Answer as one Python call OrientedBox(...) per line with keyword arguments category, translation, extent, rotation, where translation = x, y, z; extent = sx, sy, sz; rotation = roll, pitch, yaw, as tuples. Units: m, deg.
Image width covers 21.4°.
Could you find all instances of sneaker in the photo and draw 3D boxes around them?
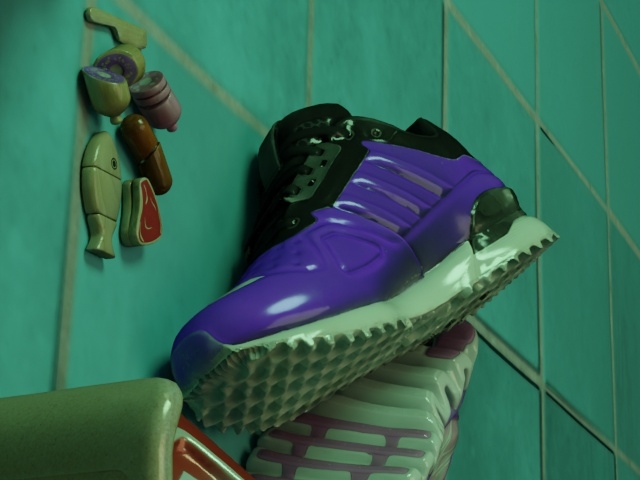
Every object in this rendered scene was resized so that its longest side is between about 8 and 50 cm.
OrientedBox(category="sneaker", translation=(0.029, 0.132, 0.971), extent=(0.236, 0.095, 0.104), rotation=(-48, 145, -57))
OrientedBox(category="sneaker", translation=(0.000, 0.000, 0.933), extent=(0.293, 0.102, 0.146), rotation=(-22, 72, -50))

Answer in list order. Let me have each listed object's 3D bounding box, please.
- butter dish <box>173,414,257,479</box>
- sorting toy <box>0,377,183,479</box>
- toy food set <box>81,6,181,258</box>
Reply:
OrientedBox(category="butter dish", translation=(-0.071, 0.165, 0.693), extent=(0.160, 0.118, 0.160), rotation=(40, 27, 5))
OrientedBox(category="sorting toy", translation=(-0.113, 0.150, 0.481), extent=(0.038, 0.193, 0.208), rotation=(24, 62, -52))
OrientedBox(category="toy food set", translation=(-0.089, -0.050, 0.822), extent=(0.078, 0.019, 0.122), rotation=(14, 70, -66))
